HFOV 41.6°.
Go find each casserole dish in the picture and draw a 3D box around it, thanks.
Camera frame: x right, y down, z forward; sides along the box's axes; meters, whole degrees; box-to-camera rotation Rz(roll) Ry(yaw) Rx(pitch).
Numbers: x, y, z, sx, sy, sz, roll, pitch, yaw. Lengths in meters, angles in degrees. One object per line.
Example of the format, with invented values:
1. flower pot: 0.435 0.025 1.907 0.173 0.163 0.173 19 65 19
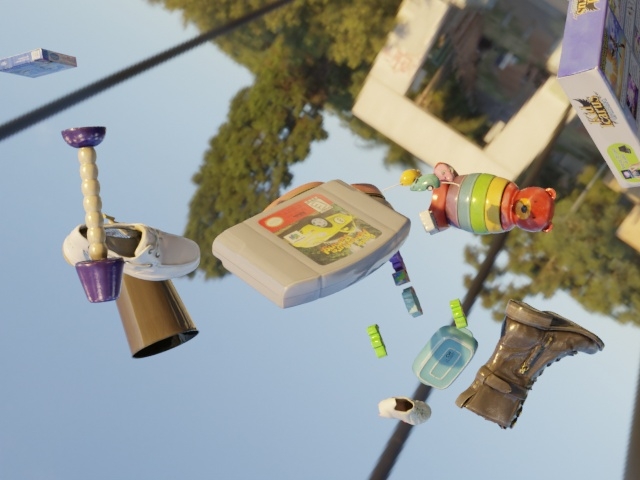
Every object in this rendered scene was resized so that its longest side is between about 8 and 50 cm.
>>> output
1. casserole dish: 0.300 0.288 2.024 0.114 0.188 0.037 29 -156 -9

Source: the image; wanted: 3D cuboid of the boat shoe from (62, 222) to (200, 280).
1. boat shoe: -0.352 0.014 1.639 0.277 0.096 0.098 3 -121 -32

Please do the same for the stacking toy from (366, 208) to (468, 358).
1. stacking toy: 0.142 0.070 1.436 0.052 0.166 0.221 13 -122 -71

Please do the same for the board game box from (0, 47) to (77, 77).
1. board game box: -0.459 -0.287 1.365 0.090 0.020 0.090 -9 -179 21

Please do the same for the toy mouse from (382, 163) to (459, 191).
1. toy mouse: 0.233 -0.132 1.744 0.161 0.031 0.143 -22 -159 -33

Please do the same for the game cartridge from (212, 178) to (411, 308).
1. game cartridge: 0.000 0.000 1.352 0.196 0.060 0.294 35 -134 31

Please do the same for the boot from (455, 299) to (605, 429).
1. boot: 0.380 0.239 1.539 0.262 0.229 0.091 20 -174 -28

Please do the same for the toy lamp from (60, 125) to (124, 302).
1. toy lamp: -0.359 -0.039 1.330 0.080 0.275 0.080 -8 -177 0

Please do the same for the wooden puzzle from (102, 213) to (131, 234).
1. wooden puzzle: -0.509 -0.029 2.178 0.116 0.014 0.078 35 -174 22

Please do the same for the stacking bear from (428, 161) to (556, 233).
1. stacking bear: 0.430 -0.087 2.066 0.288 0.176 0.164 9 -179 30

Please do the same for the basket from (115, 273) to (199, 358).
1. basket: -0.411 0.146 2.004 0.227 0.154 0.204 64 -162 11

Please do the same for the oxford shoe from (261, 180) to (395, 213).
1. oxford shoe: 0.032 -0.033 1.774 0.396 0.141 0.146 -13 -131 -42

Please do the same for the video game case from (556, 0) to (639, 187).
1. video game case: 0.427 -0.254 1.207 0.061 0.270 0.244 -9 140 37

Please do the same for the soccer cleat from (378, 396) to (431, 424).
1. soccer cleat: 0.242 0.460 2.286 0.196 0.076 0.068 14 -125 -38
